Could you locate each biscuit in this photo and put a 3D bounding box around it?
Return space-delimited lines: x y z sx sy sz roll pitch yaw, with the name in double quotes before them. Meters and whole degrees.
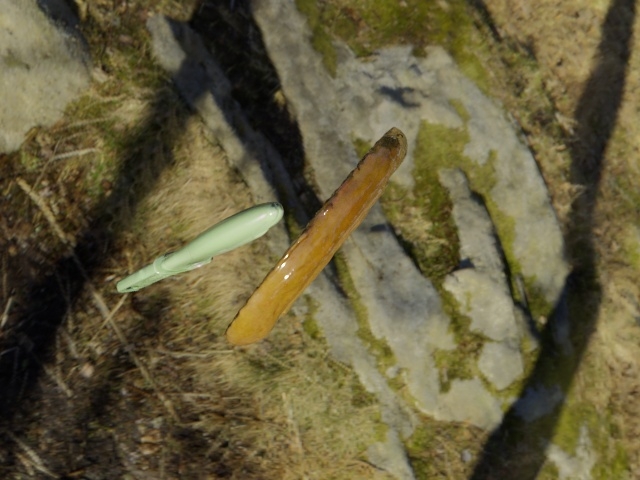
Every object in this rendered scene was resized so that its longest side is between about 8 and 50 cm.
"biscuit" 0.001 0.000 0.743 0.037 0.262 0.262 40 61 0

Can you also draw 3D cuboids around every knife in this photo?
"knife" -0.095 0.012 0.575 0.043 0.293 0.020 -13 85 -34
